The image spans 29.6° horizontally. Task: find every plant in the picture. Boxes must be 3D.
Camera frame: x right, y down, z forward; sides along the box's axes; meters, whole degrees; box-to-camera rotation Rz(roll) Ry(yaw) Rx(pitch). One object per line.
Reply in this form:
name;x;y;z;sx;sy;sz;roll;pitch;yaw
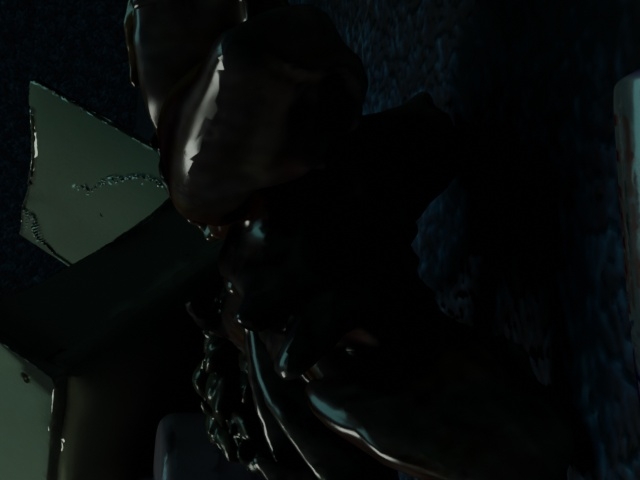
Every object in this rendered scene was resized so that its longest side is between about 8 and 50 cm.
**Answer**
plant;-0.016;0.059;0.638;0.143;0.095;0.092;-86;-7;-64

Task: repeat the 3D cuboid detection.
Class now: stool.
stool;-0.205;0.039;0.892;0.244;0.270;0.170;-37;-30;-47

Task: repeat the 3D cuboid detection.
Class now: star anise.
star anise;-0.001;-0.003;0.446;0.212;0.129;0.282;-96;-17;-72

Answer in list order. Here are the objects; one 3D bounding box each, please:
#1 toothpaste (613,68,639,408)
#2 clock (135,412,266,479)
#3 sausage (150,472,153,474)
toothpaste;0.090;0.025;0.299;0.045;0.028;0.169;103;166;-81
clock;-0.082;0.285;0.808;0.322;0.113;0.295;116;155;-63
sausage;-0.281;0.277;1.654;0.148;0.148;0.254;-115;26;-65
